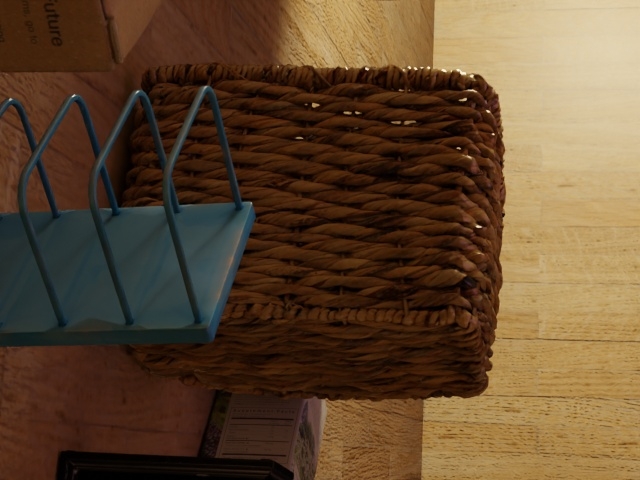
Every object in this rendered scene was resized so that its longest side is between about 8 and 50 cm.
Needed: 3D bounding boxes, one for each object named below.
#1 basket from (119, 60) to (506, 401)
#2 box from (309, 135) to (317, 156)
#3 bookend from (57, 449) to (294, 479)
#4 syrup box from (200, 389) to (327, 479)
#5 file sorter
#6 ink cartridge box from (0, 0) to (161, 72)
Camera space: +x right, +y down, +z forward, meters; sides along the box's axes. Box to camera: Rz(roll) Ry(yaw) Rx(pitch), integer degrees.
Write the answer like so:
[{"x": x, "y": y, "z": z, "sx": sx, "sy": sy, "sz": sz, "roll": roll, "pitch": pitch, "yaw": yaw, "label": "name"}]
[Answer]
[{"x": 0.000, "y": 0.000, "z": 1.139, "sx": 0.213, "sy": 0.299, "sz": 0.223, "roll": 68, "pitch": 25, "yaw": -63, "label": "basket"}, {"x": 0.024, "y": 0.018, "z": 1.382, "sx": 0.203, "sy": 0.167, "sz": 0.168, "roll": 55, "pitch": 8, "yaw": 12, "label": "box"}, {"x": -0.107, "y": 0.233, "z": 0.982, "sx": 0.072, "sy": 0.156, "sz": 0.157, "roll": 57, "pitch": 36, "yaw": -71, "label": "bookend"}, {"x": -0.059, "y": 0.218, "z": 1.373, "sx": 0.237, "sy": 0.096, "sz": 0.093, "roll": -79, "pitch": 164, "yaw": -50, "label": "syrup box"}, {"x": -0.139, "y": -0.017, "z": 0.782, "sx": 0.118, "sy": 0.170, "sz": 0.104, "roll": -74, "pitch": 158, "yaw": -53, "label": "file sorter"}, {"x": -0.173, "y": -0.185, "z": 0.531, "sx": 0.088, "sy": 0.193, "sz": 0.235, "roll": -72, "pitch": 160, "yaw": -56, "label": "ink cartridge box"}]
